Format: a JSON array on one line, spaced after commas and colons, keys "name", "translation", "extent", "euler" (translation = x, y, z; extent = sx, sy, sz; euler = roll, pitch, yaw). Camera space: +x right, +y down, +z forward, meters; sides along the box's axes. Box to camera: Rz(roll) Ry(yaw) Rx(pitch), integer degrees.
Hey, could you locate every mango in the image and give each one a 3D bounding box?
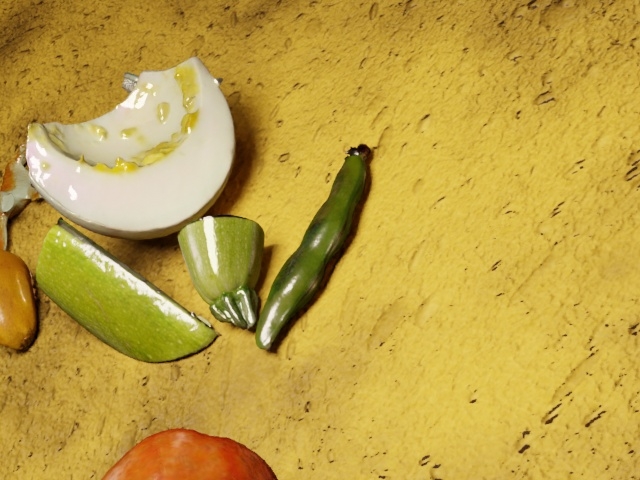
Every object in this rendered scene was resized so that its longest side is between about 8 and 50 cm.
[{"name": "mango", "translation": [-0.421, 0.071, 1.694], "extent": [0.084, 0.105, 0.159], "euler": [-55, 42, 13]}]

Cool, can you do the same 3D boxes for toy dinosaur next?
[{"name": "toy dinosaur", "translation": [-0.465, -0.057, 1.885], "extent": [0.142, 0.057, 0.212], "euler": [-2, 51, 52]}]

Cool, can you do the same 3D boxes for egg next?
[{"name": "egg", "translation": [-0.231, -0.093, 1.631], "extent": [0.271, 0.206, 0.162], "euler": [-36, -3, -20]}]

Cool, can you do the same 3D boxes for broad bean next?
[{"name": "broad bean", "translation": [0.001, 0.000, 1.469], "extent": [0.060, 0.043, 0.297], "euler": [-4, 50, 50]}]

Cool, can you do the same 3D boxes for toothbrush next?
[{"name": "toothbrush", "translation": [-0.207, -0.201, 1.833], "extent": [0.294, 0.026, 0.028], "euler": [24, 89, 48]}]

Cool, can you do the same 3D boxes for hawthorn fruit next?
[{"name": "hawthorn fruit", "translation": [-0.126, 0.271, 1.208], "extent": [0.205, 0.205, 0.253], "euler": [-32, 35, 11]}]

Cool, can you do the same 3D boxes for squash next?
[{"name": "squash", "translation": [-0.110, 0.050, 1.492], "extent": [0.105, 0.105, 0.132], "euler": [-19, 63, 24]}, {"name": "squash", "translation": [-0.231, 0.095, 1.585], "extent": [0.252, 0.169, 0.093], "euler": [34, 79, 15]}]
